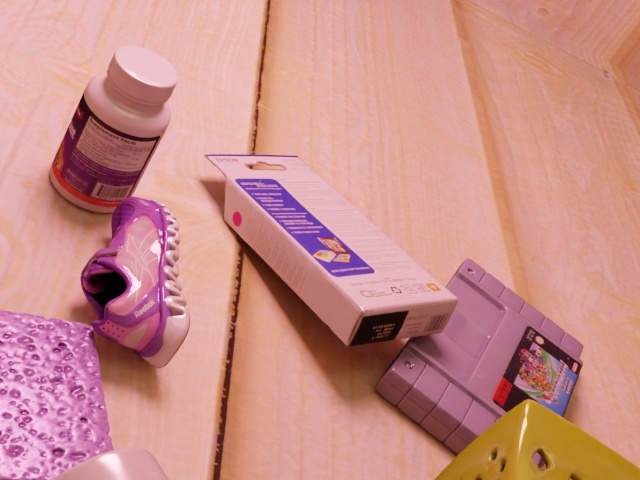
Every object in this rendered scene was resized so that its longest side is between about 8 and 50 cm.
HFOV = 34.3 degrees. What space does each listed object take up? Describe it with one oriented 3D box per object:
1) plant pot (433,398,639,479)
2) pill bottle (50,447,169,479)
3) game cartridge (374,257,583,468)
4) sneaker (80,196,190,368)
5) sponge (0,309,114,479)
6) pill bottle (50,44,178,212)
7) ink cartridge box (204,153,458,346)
[{"bbox_3d":[0.217,0.338,1.032,0.228,0.227,0.207,33,39,-3],"label":"plant pot"},{"bbox_3d":[-0.110,0.323,0.793,0.176,0.176,0.318,-6,50,-46],"label":"pill bottle"},{"bbox_3d":[0.234,0.171,1.413,0.230,0.068,0.355,34,32,8],"label":"game cartridge"},{"bbox_3d":[-0.216,0.030,1.156,0.104,0.095,0.236,18,36,-31],"label":"sneaker"},{"bbox_3d":[-0.268,0.158,1.008,0.117,0.031,0.210,12,37,-32],"label":"sponge"},{"bbox_3d":[-0.248,-0.136,1.261,0.108,0.193,0.108,23,33,-16],"label":"pill bottle"},{"bbox_3d":[0.000,0.000,1.385,0.175,0.069,0.371,-3,38,-42],"label":"ink cartridge box"}]
